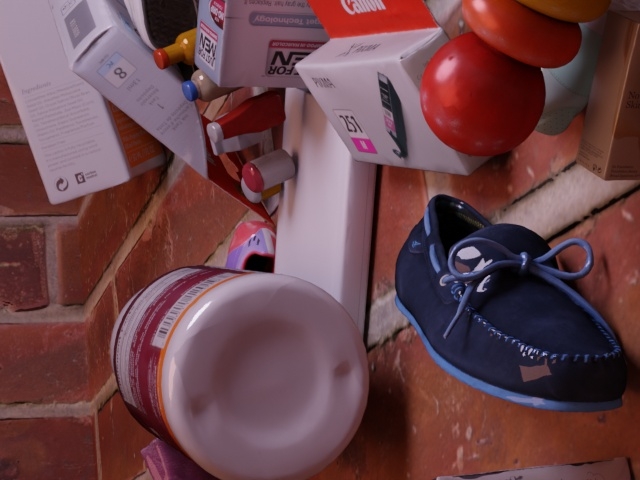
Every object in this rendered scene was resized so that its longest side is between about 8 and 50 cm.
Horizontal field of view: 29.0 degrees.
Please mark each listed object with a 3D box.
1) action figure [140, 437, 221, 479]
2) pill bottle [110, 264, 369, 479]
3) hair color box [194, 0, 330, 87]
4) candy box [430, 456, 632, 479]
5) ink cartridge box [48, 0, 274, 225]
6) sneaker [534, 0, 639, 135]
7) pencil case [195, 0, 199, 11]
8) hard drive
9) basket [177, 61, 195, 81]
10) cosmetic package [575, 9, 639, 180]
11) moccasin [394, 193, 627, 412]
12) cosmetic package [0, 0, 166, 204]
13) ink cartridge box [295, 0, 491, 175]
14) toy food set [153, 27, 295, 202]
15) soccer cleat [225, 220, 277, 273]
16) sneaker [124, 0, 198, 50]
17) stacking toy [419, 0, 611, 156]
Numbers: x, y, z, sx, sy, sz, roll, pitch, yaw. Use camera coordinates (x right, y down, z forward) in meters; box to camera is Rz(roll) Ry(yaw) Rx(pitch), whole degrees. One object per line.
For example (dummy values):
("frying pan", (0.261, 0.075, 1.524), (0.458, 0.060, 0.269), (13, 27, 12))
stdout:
("action figure", (-0.147, 0.424, 1.627), (0.276, 0.248, 0.370), (124, 143, -58))
("pill bottle", (-0.115, 0.142, 1.433), (0.392, 0.224, 0.224), (-178, 87, -70))
("hair color box", (-0.022, -0.358, 1.345), (0.113, 0.185, 0.375), (-134, 47, -60))
("candy box", (0.133, 0.234, 0.986), (0.196, 0.164, 0.070), (129, 135, -60))
("ink cartridge box", (-0.205, -0.219, 1.727), (0.091, 0.385, 0.308), (-44, 36, 11))
("sneaker", (0.154, -0.201, 1.002), (0.151, 0.094, 0.256), (-62, 37, 40))
("pencil case", (-0.129, -0.368, 1.670), (0.410, 0.159, 0.184), (-137, 29, -63))
("hard drive", (0.000, 0.000, 1.500), (0.233, 0.047, 0.353), (-144, 56, -65))
("basket", (-0.307, -0.363, 2.159), (0.204, 0.154, 0.227), (79, 180, -52))
("cosmetic package", (0.226, -0.102, 0.877), (0.041, 0.060, 0.115), (-131, 43, -58))
("moccasin", (0.136, 0.039, 1.018), (0.342, 0.137, 0.117), (-144, 61, -64))
("cosmetic package", (-0.445, -0.314, 2.208), (0.230, 0.161, 0.453), (-52, -55, -74))
("ink cartridge box", (0.042, -0.181, 1.190), (0.239, 0.060, 0.275), (55, 167, -17))
("toy food set", (-0.112, -0.138, 1.489), (0.111, 0.104, 0.232), (24, 134, 52))
("soccer cleat", (-0.107, 0.088, 1.739), (0.095, 0.083, 0.248), (-115, 35, -55))
("sneaker", (-0.217, -0.377, 1.504), (0.123, 0.105, 0.290), (-140, 44, -61))
("stacking toy", (0.165, -0.203, 0.832), (0.330, 0.141, 0.141), (-63, 32, 28))
